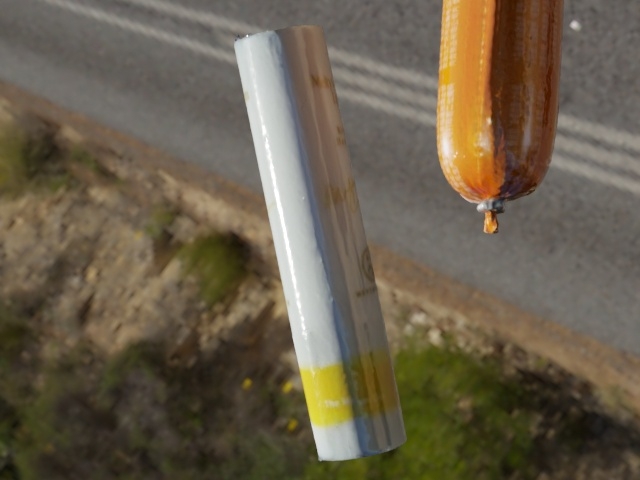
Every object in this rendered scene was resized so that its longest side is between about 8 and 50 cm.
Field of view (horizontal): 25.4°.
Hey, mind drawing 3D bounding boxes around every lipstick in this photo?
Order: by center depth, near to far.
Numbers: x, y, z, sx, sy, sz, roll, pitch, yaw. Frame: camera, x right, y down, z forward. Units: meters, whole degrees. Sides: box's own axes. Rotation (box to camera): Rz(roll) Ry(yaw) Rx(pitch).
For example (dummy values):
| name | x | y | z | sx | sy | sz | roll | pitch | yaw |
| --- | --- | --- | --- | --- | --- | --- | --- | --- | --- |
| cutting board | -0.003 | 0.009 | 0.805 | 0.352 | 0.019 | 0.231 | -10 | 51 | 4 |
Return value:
| name | x | y | z | sx | sy | sz | roll | pitch | yaw |
| --- | --- | --- | --- | --- | --- | --- | --- | --- | --- |
| lipstick | 0.000 | 0.000 | 0.872 | 0.059 | 0.059 | 0.264 | 176 | 83 | -80 |

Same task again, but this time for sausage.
| name | x | y | z | sx | sy | sz | roll | pitch | yaw |
| --- | --- | --- | --- | --- | --- | --- | --- | --- | --- |
| sausage | 0.104 | -0.120 | 0.812 | 0.071 | 0.234 | 0.071 | 3 | 176 | 0 |
